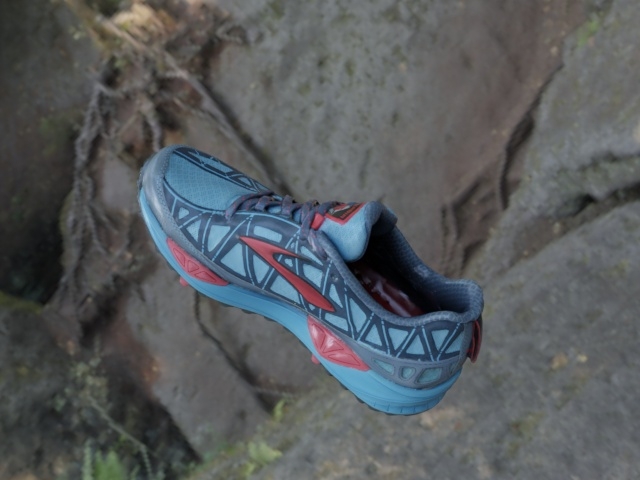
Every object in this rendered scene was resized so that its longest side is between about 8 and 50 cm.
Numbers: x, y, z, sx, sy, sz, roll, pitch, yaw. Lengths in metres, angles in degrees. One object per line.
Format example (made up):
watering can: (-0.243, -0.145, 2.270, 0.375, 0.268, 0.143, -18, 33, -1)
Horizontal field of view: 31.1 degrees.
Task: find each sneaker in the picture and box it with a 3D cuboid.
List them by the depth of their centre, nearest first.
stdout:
sneaker: (0.000, 0.000, 0.779, 0.104, 0.262, 0.125, -56, -1, -46)
